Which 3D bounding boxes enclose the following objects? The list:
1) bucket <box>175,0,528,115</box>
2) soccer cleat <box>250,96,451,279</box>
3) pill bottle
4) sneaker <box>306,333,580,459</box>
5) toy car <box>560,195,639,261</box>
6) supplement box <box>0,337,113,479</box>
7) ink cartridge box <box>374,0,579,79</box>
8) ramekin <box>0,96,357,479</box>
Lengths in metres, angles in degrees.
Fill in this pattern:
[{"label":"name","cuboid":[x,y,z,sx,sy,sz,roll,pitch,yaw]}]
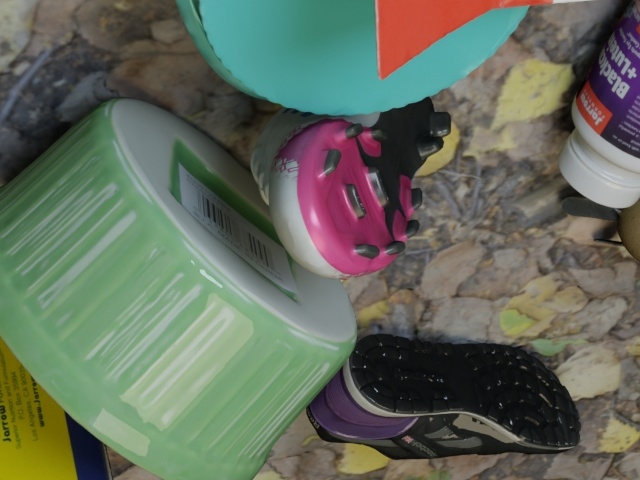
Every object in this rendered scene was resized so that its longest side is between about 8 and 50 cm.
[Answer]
[{"label":"bucket","cuboid":[0.014,-0.231,1.185,0.281,0.183,0.281,-9,135,-10]},{"label":"soccer cleat","cuboid":[0.002,-0.044,1.294,0.143,0.331,0.116,-19,105,22]},{"label":"pill bottle","cuboid":[0.276,-0.124,1.445,0.108,0.108,0.193,7,130,-26]},{"label":"sneaker","cuboid":[0.119,0.166,1.707,0.283,0.107,0.124,15,142,-27]},{"label":"toy car","cuboid":[0.322,-0.033,1.568,0.188,0.149,0.155,-11,148,31]},{"label":"supplement box","cuboid":[-0.357,0.180,1.419,0.356,0.195,0.194,-12,160,-9]},{"label":"ink cartridge box","cuboid":[0.180,-0.289,1.042,0.385,0.091,0.308,-33,133,-40]},{"label":"ramekin","cuboid":[-0.112,0.032,1.331,0.148,0.303,0.303,-44,132,15]}]
